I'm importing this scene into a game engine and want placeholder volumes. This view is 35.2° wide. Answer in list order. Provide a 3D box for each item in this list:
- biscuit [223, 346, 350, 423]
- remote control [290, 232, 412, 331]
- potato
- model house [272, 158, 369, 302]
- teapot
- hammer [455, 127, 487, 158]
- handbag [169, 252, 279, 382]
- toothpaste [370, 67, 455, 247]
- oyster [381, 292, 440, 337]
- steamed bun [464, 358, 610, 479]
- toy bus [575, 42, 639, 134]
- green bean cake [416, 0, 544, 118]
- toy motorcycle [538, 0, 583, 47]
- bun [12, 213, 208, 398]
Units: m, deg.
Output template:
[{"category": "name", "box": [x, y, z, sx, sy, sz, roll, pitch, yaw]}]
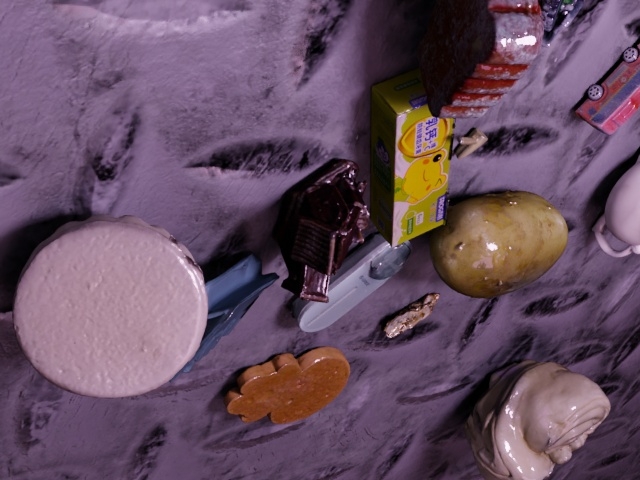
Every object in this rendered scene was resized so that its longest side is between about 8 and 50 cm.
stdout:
[{"category": "biscuit", "box": [-0.063, 0.282, 1.952, 0.289, 0.044, 0.202, 2, 131, -41]}, {"category": "remote control", "box": [0.055, 0.072, 1.786, 0.247, 0.052, 0.104, -38, 148, 3]}, {"category": "potato", "box": [0.311, 0.007, 1.817, 0.307, 0.173, 0.210, -1, 149, -47]}, {"category": "model house", "box": [0.007, 0.002, 1.562, 0.141, 0.164, 0.203, -11, 142, -24]}, {"category": "teapot", "box": [0.659, -0.078, 2.064, 0.208, 0.166, 0.299, -14, 149, -41]}, {"category": "hammer", "box": [0.226, -0.153, 1.614, 0.060, 0.028, 0.195, -43, 172, 15]}, {"category": "handbag", "box": [-0.163, 0.118, 1.556, 0.179, 0.062, 0.229, -50, 175, 22]}, {"category": "toothpaste", "box": [0.144, -0.126, 1.599, 0.110, 0.077, 0.327, -23, 145, -14]}, {"category": "oyster", "box": [0.180, 0.149, 2.014, 0.132, 0.029, 0.086, -18, 149, -29]}, {"category": "steamed bun", "box": [0.489, 0.420, 2.430, 0.339, 0.247, 0.352, -43, -176, -8]}, {"category": "toy bus", "box": [0.538, -0.271, 1.766, 0.192, 0.077, 0.065, -49, 141, 17]}, {"category": "green bean cake", "box": [0.212, -0.286, 1.366, 0.097, 0.198, 0.232, -2, 156, -18]}, {"category": "toy motorcycle", "box": [0.345, -0.373, 1.395, 0.159, 0.106, 0.270, 92, 23, -62]}, {"category": "bun", "box": [-0.287, 0.074, 1.406, 0.263, 0.175, 0.263, -2, 107, -8]}]
